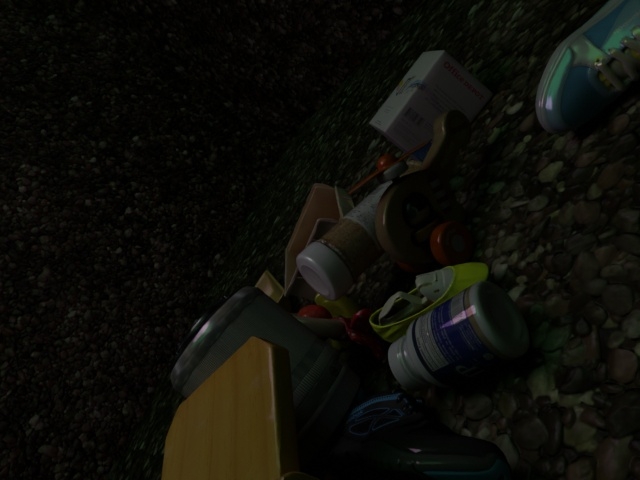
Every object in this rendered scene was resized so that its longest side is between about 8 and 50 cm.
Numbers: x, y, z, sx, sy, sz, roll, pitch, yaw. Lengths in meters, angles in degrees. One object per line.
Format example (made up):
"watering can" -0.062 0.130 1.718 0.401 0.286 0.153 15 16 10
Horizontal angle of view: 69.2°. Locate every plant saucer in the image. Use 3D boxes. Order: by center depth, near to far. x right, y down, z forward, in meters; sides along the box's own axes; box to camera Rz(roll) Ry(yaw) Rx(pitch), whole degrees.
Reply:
"plant saucer" -0.210 0.283 1.530 0.333 0.080 0.333 -58 18 -2

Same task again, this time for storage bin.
"storage bin" 0.000 0.000 1.307 0.262 0.123 0.261 -96 27 -64

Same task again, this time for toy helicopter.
"toy helicopter" 0.203 -0.123 0.910 0.140 0.234 0.355 -20 40 61

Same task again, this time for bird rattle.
"bird rattle" 0.019 0.183 0.947 0.253 0.206 0.143 -164 79 -76

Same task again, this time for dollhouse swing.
"dollhouse swing" -0.042 0.358 0.593 0.347 0.315 0.305 -46 21 30

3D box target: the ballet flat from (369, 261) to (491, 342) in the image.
"ballet flat" 0.170 0.098 0.773 0.231 0.077 0.077 -42 22 33

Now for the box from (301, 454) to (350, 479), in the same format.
"box" -0.022 0.422 0.849 0.087 0.058 0.232 -60 18 -12

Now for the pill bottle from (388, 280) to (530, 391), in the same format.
"pill bottle" 0.192 0.149 0.677 0.186 0.112 0.112 -42 23 38

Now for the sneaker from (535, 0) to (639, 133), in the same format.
"sneaker" 0.474 -0.286 0.672 0.319 0.127 0.208 -53 17 12

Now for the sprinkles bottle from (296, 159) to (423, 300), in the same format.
"sprinkles bottle" 0.112 -0.029 0.987 0.355 0.121 0.121 -41 12 -22

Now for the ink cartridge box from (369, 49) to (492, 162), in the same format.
"ink cartridge box" 0.274 -0.334 1.185 0.233 0.171 0.168 -52 19 12

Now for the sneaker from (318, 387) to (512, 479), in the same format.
"sneaker" 0.116 0.269 0.651 0.340 0.125 0.140 -25 32 55

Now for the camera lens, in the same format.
"camera lens" -0.098 0.231 0.801 0.219 0.274 0.219 -52 -5 -6
